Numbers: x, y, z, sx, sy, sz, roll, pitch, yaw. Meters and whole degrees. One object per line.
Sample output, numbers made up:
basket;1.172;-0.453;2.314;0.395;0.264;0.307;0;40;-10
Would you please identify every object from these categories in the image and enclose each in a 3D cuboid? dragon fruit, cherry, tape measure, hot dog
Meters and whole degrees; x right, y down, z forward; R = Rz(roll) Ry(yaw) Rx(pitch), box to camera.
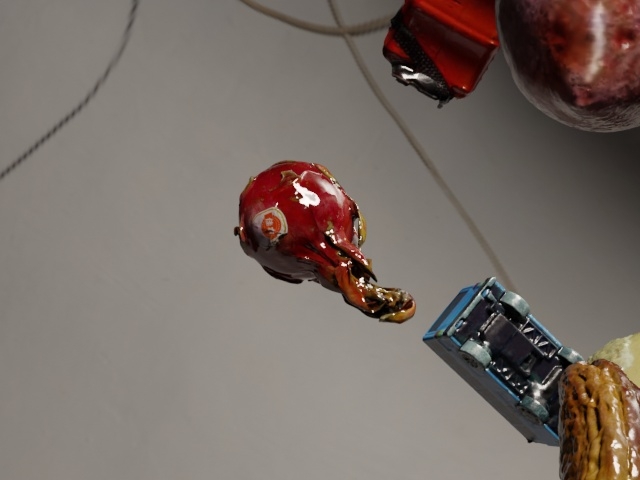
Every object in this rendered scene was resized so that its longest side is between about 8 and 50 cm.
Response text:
dragon fruit;0.000;0.000;0.919;0.094;0.094;0.190;-55;45;8
cherry;0.213;-0.174;0.893;0.175;0.192;0.249;13;50;14
tape measure;0.168;-0.293;1.312;0.114;0.260;0.253;29;116;-4
hot dog;0.225;0.178;0.872;0.099;0.160;0.227;-37;32;29

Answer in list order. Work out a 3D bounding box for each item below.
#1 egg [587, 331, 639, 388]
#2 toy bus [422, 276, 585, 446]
egg;0.326;0.167;1.181;0.201;0.164;0.164;-26;71;-17
toy bus;0.208;0.134;1.316;0.185;0.106;0.090;44;71;-6
